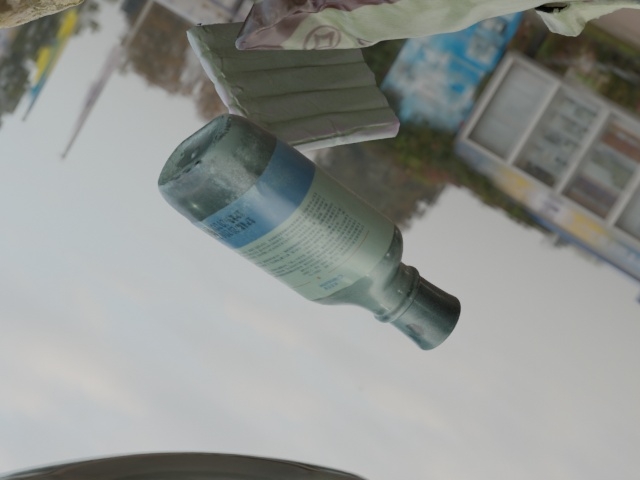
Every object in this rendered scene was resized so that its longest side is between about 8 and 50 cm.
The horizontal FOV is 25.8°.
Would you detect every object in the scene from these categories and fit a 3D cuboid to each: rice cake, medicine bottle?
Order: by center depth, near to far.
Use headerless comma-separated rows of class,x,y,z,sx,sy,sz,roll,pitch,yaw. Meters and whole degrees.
medicine bottle,0.000,0.000,0.877,0.208,0.053,0.090,35,143,-23
rice cake,-0.029,-0.177,1.576,0.198,0.037,0.189,-18,-109,-34

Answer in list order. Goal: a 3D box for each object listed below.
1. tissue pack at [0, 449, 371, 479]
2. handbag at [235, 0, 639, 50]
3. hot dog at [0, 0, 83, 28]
tissue pack,-0.111,0.269,1.009,0.333,0.229,0.236,2,167,-14
handbag,0.099,-0.152,0.588,0.235,0.213,0.127,0,125,38
hot dog,-0.194,-0.170,0.882,0.061,0.169,0.078,132,121,-73
